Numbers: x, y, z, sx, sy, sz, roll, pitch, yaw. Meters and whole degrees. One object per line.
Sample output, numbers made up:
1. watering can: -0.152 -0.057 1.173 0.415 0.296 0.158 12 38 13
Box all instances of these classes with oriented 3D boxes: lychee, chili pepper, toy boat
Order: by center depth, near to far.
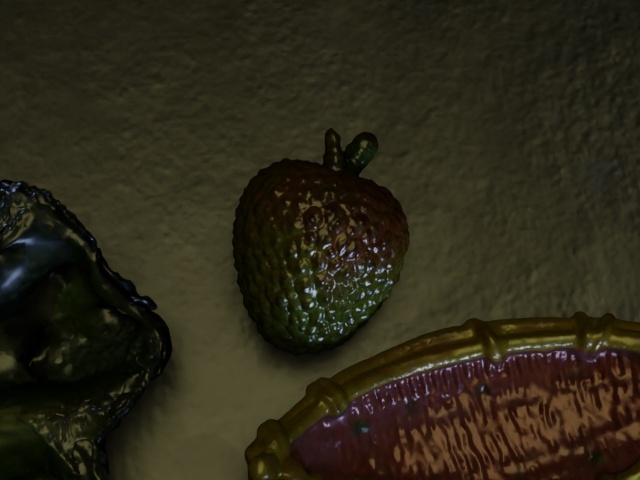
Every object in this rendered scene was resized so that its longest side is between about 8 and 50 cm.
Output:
1. chili pepper: -0.177 0.100 0.724 0.148 0.116 0.264 -9 79 34
2. toy boat: 0.110 0.115 0.739 0.318 0.099 0.141 -10 78 -9
3. lychee: 0.000 0.000 0.758 0.114 0.114 0.146 14 94 1
